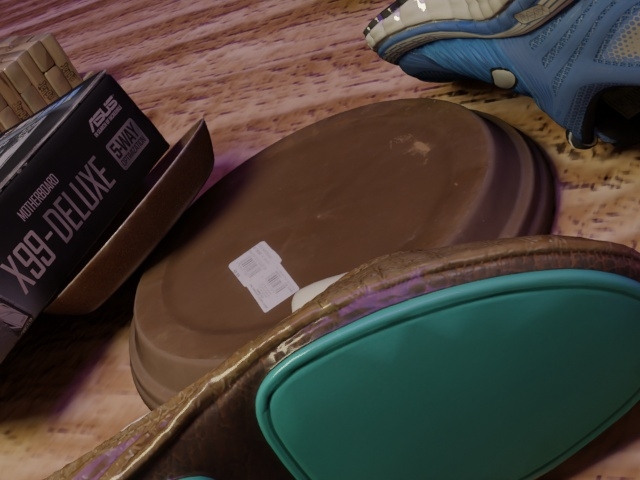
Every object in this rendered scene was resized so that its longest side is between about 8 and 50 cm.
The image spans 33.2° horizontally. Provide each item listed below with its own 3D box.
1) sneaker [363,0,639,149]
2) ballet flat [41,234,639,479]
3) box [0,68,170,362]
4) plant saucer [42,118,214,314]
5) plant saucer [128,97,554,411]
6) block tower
[{"bbox_3d":[0.129,-0.111,0.607,0.130,0.147,0.330,-40,11,-5],"label":"sneaker"},{"bbox_3d":[-0.020,0.087,0.464,0.342,0.116,0.124,-35,23,5],"label":"ballet flat"},{"bbox_3d":[-0.279,0.023,0.774,0.307,0.076,0.242,-18,30,41],"label":"box"},{"bbox_3d":[-0.124,-0.010,0.726,0.168,0.029,0.168,-48,12,14],"label":"plant saucer"},{"bbox_3d":[0.000,0.000,0.636,0.278,0.041,0.278,-23,31,15],"label":"plant saucer"},{"bbox_3d":[-0.358,-0.075,1.029,0.091,0.097,0.335,3,42,44],"label":"block tower"}]
